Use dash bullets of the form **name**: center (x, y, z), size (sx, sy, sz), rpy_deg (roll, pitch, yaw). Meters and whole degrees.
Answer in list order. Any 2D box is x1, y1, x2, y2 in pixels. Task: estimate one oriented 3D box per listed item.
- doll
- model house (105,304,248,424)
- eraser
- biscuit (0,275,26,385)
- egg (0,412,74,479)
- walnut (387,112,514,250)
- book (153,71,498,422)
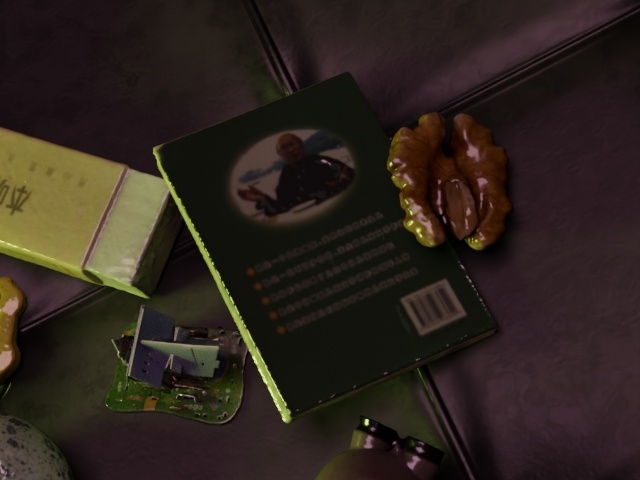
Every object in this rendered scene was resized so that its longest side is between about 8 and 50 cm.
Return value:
- **doll**: center (0.040, 0.319, 1.722), size (0.182, 0.117, 0.257), rpy_deg (22, 75, 18)
- **model house**: center (-0.173, 0.136, 1.872), size (0.167, 0.088, 0.117), rpy_deg (7, 71, 19)
- **eraser**: center (-0.334, -0.045, 1.996), size (0.343, 0.078, 0.144), rpy_deg (16, 77, 22)
- **biscuit**: center (-0.475, 0.113, 2.004), size (0.248, 0.035, 0.184), rpy_deg (-2, 69, 17)
- **egg**: center (-0.352, 0.266, 1.855), size (0.172, 0.132, 0.132), rpy_deg (26, 79, 12)
- **walnut**: center (0.141, -0.061, 1.846), size (0.143, 0.069, 0.170), rpy_deg (4, 61, -11)
- **book**: center (0.000, 0.000, 1.862), size (0.260, 0.043, 0.371), rpy_deg (-22, 65, -13)
